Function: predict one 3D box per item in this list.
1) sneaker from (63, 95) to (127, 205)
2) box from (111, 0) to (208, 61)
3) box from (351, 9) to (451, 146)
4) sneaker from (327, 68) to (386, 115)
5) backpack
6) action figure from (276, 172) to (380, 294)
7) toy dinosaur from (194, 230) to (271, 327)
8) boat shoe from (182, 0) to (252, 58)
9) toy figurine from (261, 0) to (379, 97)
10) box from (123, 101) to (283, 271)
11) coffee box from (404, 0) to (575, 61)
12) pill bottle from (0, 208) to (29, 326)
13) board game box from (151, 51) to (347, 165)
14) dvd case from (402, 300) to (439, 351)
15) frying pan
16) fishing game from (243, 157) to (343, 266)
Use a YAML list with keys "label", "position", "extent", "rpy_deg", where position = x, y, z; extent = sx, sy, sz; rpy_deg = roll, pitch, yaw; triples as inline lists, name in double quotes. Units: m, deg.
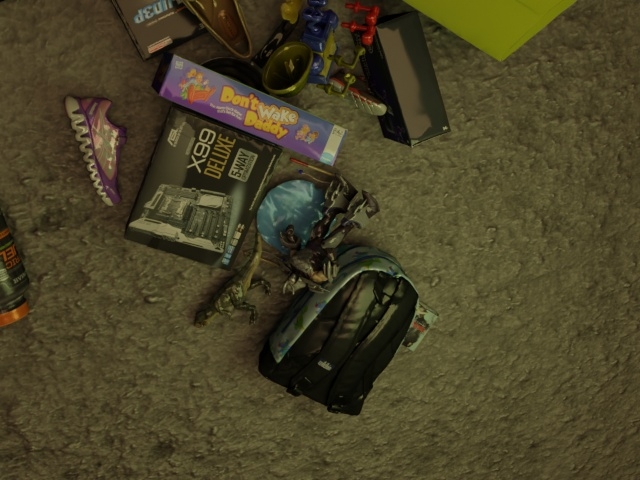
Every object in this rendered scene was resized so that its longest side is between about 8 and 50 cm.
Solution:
- label: "sneaker"
  position: [-0.440, -0.189, 1.375]
  extent: [0.105, 0.095, 0.236]
  rpy_deg: [-19, 108, -19]
- label: "box"
  position: [-0.301, -0.487, 1.353]
  extent: [0.220, 0.051, 0.175]
  rpy_deg: [-28, 111, -8]
- label: "box"
  position: [0.171, -0.350, 1.457]
  extent: [0.103, 0.184, 0.261]
  rpy_deg: [-24, 109, -10]
- label: "sneaker"
  position: [0.088, -0.333, 1.470]
  extent: [0.158, 0.061, 0.065]
  rpy_deg: [35, 79, 20]
- label: "backpack"
  position: [0.063, 0.182, 1.550]
  extent: [0.290, 0.273, 0.355]
  rpy_deg: [26, 117, -19]
- label: "action figure"
  position: [0.000, 0.000, 1.479]
  extent: [0.285, 0.185, 0.099]
  rpy_deg: [-54, 147, -7]
- label: "toy dinosaur"
  position: [-0.178, 0.119, 1.540]
  extent: [0.118, 0.064, 0.268]
  rpy_deg: [35, 95, -25]
- label: "boat shoe"
  position: [-0.205, -0.464, 1.263]
  extent: [0.105, 0.089, 0.285]
  rpy_deg: [-36, 144, 5]
- label: "toy figurine"
  position: [0.013, -0.376, 1.377]
  extent: [0.191, 0.217, 0.362]
  rpy_deg: [12, 66, 7]
- label: "box"
  position: [-0.250, -0.110, 1.426]
  extent: [0.243, 0.076, 0.307]
  rpy_deg: [19, 110, -20]
- label: "coffee box"
  position: [0.346, -0.626, 1.286]
  extent: [0.338, 0.338, 0.334]
  rpy_deg: [25, 60, -20]
- label: "pill bottle"
  position: [-0.670, 0.050, 1.346]
  extent: [0.130, 0.130, 0.245]
  rpy_deg: [-18, 109, -11]
- label: "board game box"
  position: [-0.145, -0.260, 1.314]
  extent: [0.347, 0.233, 0.078]
  rpy_deg: [20, 100, -22]
- label: "dvd case"
  position: [0.238, 0.216, 1.718]
  extent: [0.087, 0.013, 0.119]
  rpy_deg: [34, 92, -21]
- label: "frying pan"
  position: [-0.183, -0.352, 1.424]
  extent: [0.197, 0.053, 0.326]
  rpy_deg: [14, 98, -20]
- label: "fishing game"
  position: [-0.055, -0.055, 1.548]
  extent: [0.189, 0.041, 0.264]
  rpy_deg: [18, 107, -19]
